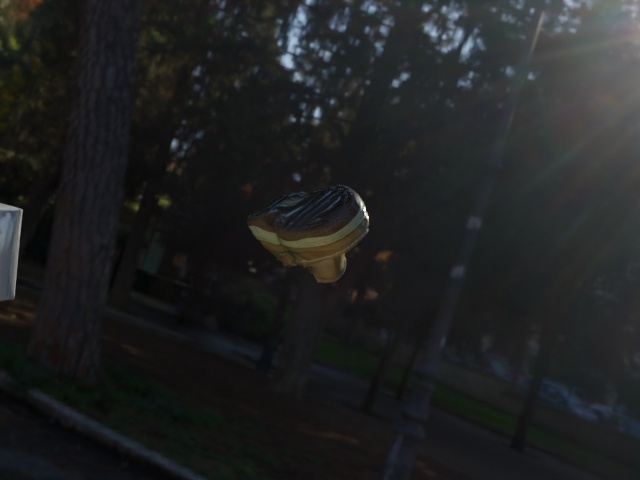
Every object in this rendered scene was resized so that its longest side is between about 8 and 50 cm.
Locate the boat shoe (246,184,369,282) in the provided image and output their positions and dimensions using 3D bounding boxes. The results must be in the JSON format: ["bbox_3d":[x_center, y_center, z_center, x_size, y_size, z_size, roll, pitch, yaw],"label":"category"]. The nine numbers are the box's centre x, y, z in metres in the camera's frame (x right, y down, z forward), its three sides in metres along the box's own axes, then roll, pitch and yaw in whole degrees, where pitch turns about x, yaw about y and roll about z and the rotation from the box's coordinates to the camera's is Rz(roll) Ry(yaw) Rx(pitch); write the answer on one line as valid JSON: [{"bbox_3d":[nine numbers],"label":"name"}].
[{"bbox_3d":[0.000,0.000,0.755,0.072,0.068,0.190,60,-13,-12],"label":"boat shoe"}]

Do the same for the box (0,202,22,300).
[{"bbox_3d":[-0.373,0.009,0.946,0.087,0.101,0.102,13,9,29],"label":"box"}]
